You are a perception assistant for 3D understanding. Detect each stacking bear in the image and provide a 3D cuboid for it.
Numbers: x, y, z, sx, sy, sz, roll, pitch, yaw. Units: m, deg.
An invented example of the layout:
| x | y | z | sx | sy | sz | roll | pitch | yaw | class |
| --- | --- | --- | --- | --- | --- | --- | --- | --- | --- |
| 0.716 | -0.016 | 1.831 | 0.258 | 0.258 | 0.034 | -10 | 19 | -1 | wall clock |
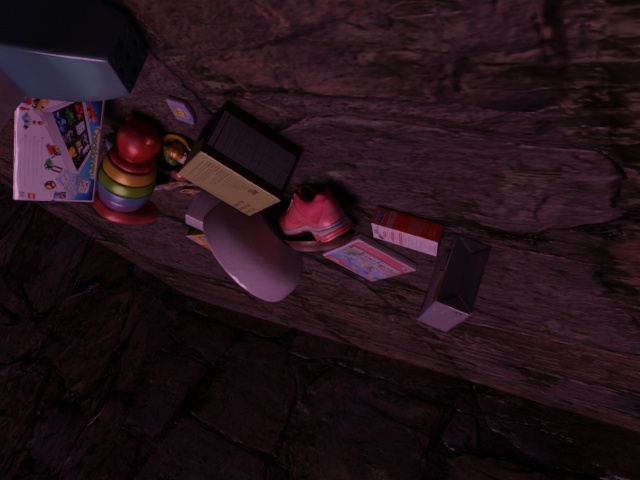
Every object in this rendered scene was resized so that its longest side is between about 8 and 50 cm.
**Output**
| x | y | z | sx | sy | sz | roll | pitch | yaw | class |
| --- | --- | --- | --- | --- | --- | --- | --- | --- | --- |
| -0.505 | -0.197 | 1.446 | 0.175 | 0.164 | 0.289 | 48 | 131 | 18 | stacking bear |

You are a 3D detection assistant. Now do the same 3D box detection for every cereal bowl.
| x | y | z | sx | sy | sz | roll | pitch | yaw | class |
| --- | --- | --- | --- | --- | --- | --- | --- | --- | --- |
| -0.166 | 0.003 | 1.550 | 0.339 | 0.141 | 0.339 | 44 | -161 | -20 | cereal bowl |

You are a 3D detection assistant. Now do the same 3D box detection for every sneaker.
| x | y | z | sx | sy | sz | roll | pitch | yaw | class |
| --- | --- | --- | --- | --- | --- | --- | --- | --- | --- |
| -0.029 | -0.085 | 1.407 | 0.313 | 0.115 | 0.136 | 9 | 124 | 59 | sneaker |
| -0.538 | -0.239 | 1.595 | 0.086 | 0.085 | 0.237 | -17 | 140 | 23 | sneaker |

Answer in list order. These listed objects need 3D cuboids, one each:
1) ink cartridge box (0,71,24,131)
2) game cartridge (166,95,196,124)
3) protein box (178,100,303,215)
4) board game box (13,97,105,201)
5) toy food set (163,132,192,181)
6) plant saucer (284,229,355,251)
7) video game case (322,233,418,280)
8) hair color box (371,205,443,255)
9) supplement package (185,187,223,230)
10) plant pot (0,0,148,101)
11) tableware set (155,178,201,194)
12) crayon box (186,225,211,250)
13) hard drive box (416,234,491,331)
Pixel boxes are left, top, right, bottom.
| x | y | z | sx | sy | sz | roll | pitch | yaw | class |
| --- | --- | --- | --- | --- | --- | --- | --- | --- | --- |
| -0.766 | -0.359 | 1.148 | 0.271 | 0.310 | 0.130 | 16 | 161 | 22 | ink cartridge box |
| -0.319 | -0.300 | 1.249 | 0.055 | 0.017 | 0.083 | 15 | 161 | 11 | game cartridge |
| -0.185 | -0.178 | 1.235 | 0.201 | 0.136 | 0.199 | 31 | 159 | -21 | protein box |
| -0.656 | -0.237 | 1.346 | 0.192 | 0.306 | 0.053 | 0 | -143 | -32 | board game box |
| -0.369 | -0.205 | 1.481 | 0.128 | 0.071 | 0.218 | 20 | 161 | 11 | toy food set |
| 0.000 | 0.000 | 1.480 | 0.198 | 0.036 | 0.198 | -7 | -171 | 1 | plant saucer |
| 0.146 | 0.059 | 1.675 | 0.203 | 0.025 | 0.285 | 28 | 161 | -14 | video game case |
| 0.213 | -0.023 | 1.325 | 0.167 | 0.054 | 0.093 | 17 | 162 | 15 | hair color box |
| -0.332 | -0.074 | 1.744 | 0.179 | 0.105 | 0.105 | 26 | 161 | -5 | supplement package |
| -0.468 | -0.366 | 1.022 | 0.234 | 0.166 | 0.165 | 13 | 160 | 10 | plant pot |
| -0.409 | -0.161 | 1.612 | 0.168 | 0.020 | 0.141 | 2 | 171 | -41 | tableware set |
| -0.352 | -0.015 | 1.969 | 0.165 | 0.081 | 0.278 | 35 | 158 | -32 | crayon box |
| 0.333 | 0.116 | 1.365 | 0.089 | 0.181 | 0.232 | 21 | 161 | 7 | hard drive box |
